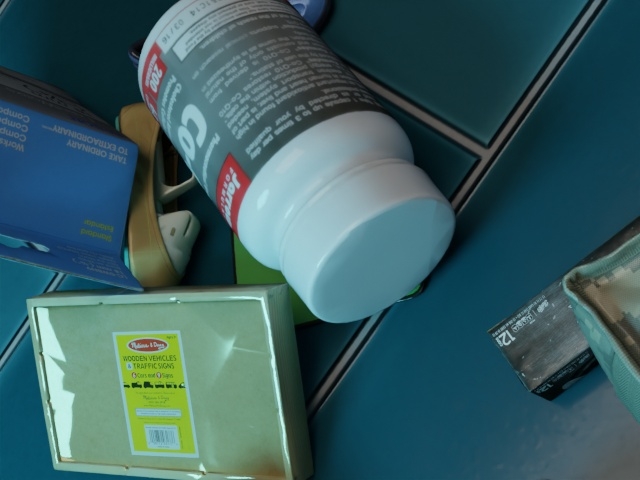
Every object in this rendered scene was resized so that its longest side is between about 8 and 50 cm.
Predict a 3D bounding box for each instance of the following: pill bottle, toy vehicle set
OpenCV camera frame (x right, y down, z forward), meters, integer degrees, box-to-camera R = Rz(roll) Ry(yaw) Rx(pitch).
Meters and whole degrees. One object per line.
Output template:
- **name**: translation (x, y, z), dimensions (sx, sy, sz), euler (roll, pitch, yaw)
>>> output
- **pill bottle**: translation (-0.025, -0.078, 0.832), dimensions (0.161, 0.161, 0.283), euler (-44, 57, 11)
- **toy vehicle set**: translation (-0.139, 0.125, 0.875), dimensions (0.266, 0.035, 0.166), euler (-3, 97, 29)

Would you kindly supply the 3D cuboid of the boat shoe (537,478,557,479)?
- **boat shoe**: translation (0.107, 0.307, 0.679), dimensions (0.102, 0.108, 0.301), euler (9, 86, 30)

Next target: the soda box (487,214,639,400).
- **soda box**: translation (0.211, 0.044, 0.728), dimensions (0.169, 0.053, 0.060), euler (-40, 59, 14)

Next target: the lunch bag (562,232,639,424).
- **lunch bag**: translation (0.290, 0.123, 0.548), dimensions (0.169, 0.235, 0.287), euler (-39, 59, 7)

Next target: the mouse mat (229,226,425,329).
- **mouse mat**: translation (0.000, 0.000, 0.893), dimensions (0.189, 0.007, 0.153), euler (-16, 66, 24)

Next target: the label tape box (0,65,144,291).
- **label tape box**: translation (-0.302, -0.089, 0.898), dimensions (0.333, 0.240, 0.106), euler (35, 104, 51)

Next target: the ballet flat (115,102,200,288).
- **ballet flat**: translation (-0.152, -0.036, 0.953), dimensions (0.073, 0.080, 0.232), euler (-13, 69, 9)

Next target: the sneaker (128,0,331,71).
- **sneaker**: translation (-0.092, -0.204, 0.968), dimensions (0.209, 0.082, 0.069), euler (-20, 63, 22)
